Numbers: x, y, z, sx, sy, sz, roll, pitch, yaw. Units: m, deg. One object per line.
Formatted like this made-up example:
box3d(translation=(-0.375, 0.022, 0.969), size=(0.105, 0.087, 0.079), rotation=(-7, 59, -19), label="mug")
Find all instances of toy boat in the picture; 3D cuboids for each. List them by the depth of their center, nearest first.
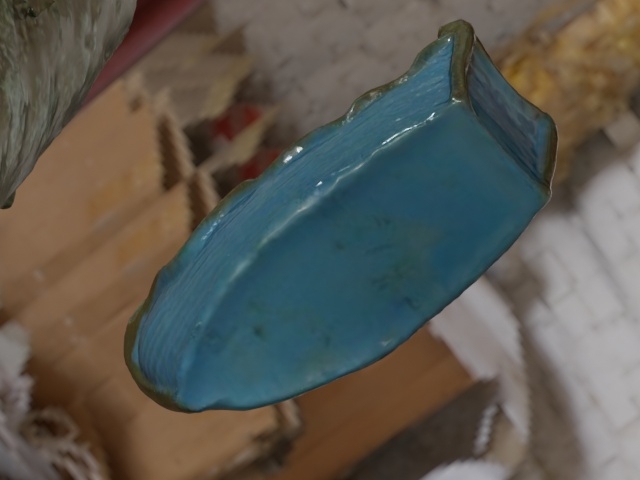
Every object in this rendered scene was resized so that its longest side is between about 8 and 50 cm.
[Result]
box3d(translation=(0.000, 0.000, 0.719), size=(0.075, 0.185, 0.077), rotation=(42, 18, -22), label="toy boat")

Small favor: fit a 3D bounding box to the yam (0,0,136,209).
box3d(translation=(-0.082, -0.028, 0.350), size=(0.078, 0.078, 0.179), rotation=(49, 24, -11), label="yam")
